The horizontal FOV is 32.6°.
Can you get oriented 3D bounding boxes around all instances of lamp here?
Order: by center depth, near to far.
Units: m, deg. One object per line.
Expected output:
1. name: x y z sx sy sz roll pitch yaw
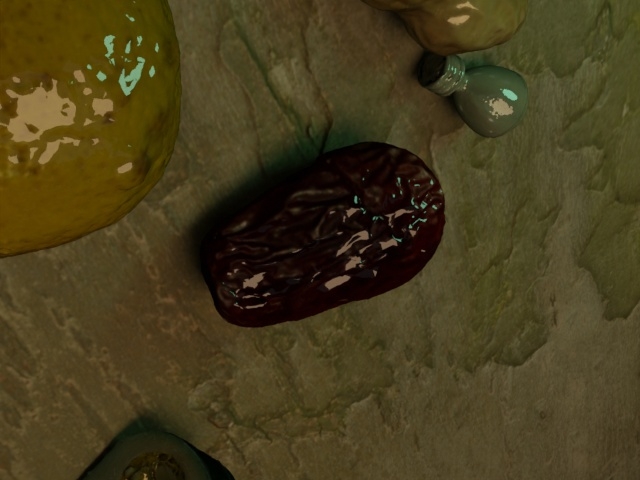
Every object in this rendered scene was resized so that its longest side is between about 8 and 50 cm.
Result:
1. lamp: 0.224 -0.219 1.587 0.193 0.106 0.106 23 104 -37

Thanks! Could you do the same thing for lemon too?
1. lemon: -0.308 -0.149 1.001 0.387 0.350 0.350 -7 124 -29

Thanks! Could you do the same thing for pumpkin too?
1. pumpkin: -0.222 0.448 1.588 0.293 0.263 0.197 -48 145 1

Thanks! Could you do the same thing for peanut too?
1. peanut: 0.154 -0.320 1.415 0.318 0.147 0.148 9 114 -47

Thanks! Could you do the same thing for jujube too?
1. jujube: 0.000 0.000 1.495 0.342 0.216 0.216 -25 134 -16
